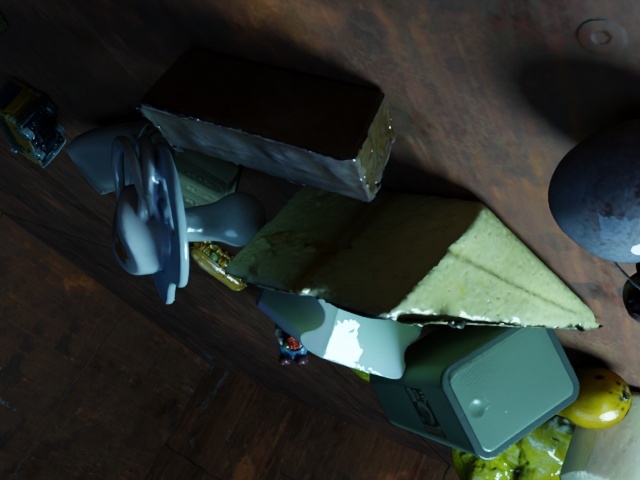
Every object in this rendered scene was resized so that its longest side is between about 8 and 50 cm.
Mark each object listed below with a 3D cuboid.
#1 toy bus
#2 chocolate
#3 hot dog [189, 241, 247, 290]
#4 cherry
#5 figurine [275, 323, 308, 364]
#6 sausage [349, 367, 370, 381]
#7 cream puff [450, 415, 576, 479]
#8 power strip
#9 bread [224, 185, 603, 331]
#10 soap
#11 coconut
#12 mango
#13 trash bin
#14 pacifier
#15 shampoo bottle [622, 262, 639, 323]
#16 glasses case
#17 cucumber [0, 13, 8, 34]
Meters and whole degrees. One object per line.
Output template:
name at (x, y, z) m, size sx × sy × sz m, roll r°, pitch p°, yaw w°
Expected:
toy bus at (-0.590, -0.233, 1.334) m, size 0.103 × 0.091 × 0.182 m, roll 30°, pitch 158°, yaw 2°
chocolate at (-0.068, -0.153, 0.823) m, size 0.321 × 0.112 × 0.112 m, roll 18°, pitch 160°, yaw 24°
hot dog at (-0.239, 0.058, 1.605) m, size 0.188 × 0.072 × 0.055 m, roll 38°, pitch 136°, yaw -25°
cherry at (0.305, -0.028, 0.603) m, size 0.188 × 0.148 × 0.115 m, roll 44°, pitch -157°, yaw 25°
figurine at (-0.062, 0.192, 1.543) m, size 0.127 × 0.185 × 0.234 m, roll 11°, pitch 163°, yaw -7°
sausage at (0.077, 0.221, 1.499) m, size 0.123 × 0.123 × 0.347 m, roll 8°, pitch 151°, yaw 44°
cream puff at (0.478, 0.551, 1.555) m, size 0.378 × 0.276 × 0.378 m, roll 25°, pitch 157°, yaw 12°
power strip at (-0.199, -0.104, 1.166) m, size 0.105 × 0.070 × 0.257 m, roll 30°, pitch 161°, yaw -2°
bread at (0.141, 0.086, 0.973) m, size 0.405 × 0.242 × 0.345 m, roll 45°, pitch 157°, yaw -30°
soap at (0.006, 0.126, 1.239) m, size 0.208 × 0.115 × 0.347 m, roll 23°, pitch -179°, yaw -28°
coconut at (0.551, 0.410, 1.161) m, size 0.239 × 0.244 × 0.239 m, roll 25°, pitch 160°, yaw 9°
mango at (0.455, 0.265, 1.128) m, size 0.090 × 0.115 × 0.178 m, roll 59°, pitch 173°, yaw 2°
trash bin at (0.251, 0.256, 1.183) m, size 0.158 × 0.222 × 0.343 m, roll 62°, pitch 159°, yaw 2°
pacifier at (-0.197, -0.038, 1.009) m, size 0.233 × 0.244 × 0.299 m, roll -3°, pitch 166°, yaw -23°
shampoo bottle at (0.406, 0.014, 0.642) m, size 0.129 × 0.084 × 0.323 m, roll 29°, pitch 161°, yaw 9°
glasses case at (-0.342, -0.148, 1.183) m, size 0.308 × 0.083 × 0.128 m, roll 5°, pitch 121°, yaw 47°
cucumber at (-0.592, -0.367, 1.090) m, size 0.220 × 0.046 × 0.070 m, roll 17°, pitch 165°, yaw 28°
